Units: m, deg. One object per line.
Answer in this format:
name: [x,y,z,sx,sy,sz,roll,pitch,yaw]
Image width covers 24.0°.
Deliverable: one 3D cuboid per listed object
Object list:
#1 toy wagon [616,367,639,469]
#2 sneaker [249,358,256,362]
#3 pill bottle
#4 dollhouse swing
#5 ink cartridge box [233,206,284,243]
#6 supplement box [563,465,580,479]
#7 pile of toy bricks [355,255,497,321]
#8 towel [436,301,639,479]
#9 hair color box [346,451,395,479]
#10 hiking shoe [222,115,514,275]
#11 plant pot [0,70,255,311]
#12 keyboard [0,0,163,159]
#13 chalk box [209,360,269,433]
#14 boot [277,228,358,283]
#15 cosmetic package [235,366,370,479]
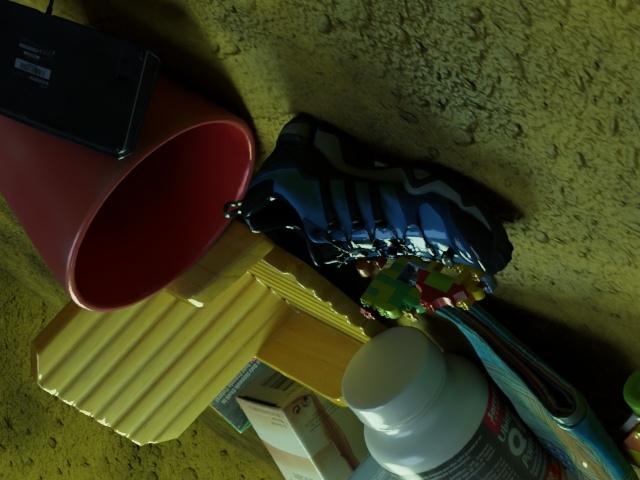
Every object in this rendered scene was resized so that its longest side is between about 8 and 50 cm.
toy wagon: [0.457,0.245,1.503,0.344,0.068,0.267,15,153,52]
sneaker: [-0.188,0.056,2.288,0.314,0.116,0.136,33,135,34]
pill bottle: [0.167,0.254,1.921,0.176,0.176,0.318,14,152,53]
dollhouse swing: [-0.140,0.151,1.943,0.315,0.305,0.347,26,169,44]
ink cartridge box: [-0.091,-0.014,1.975,0.083,0.028,0.048,45,164,-29]
supplement box: [0.370,0.410,2.049,0.220,0.111,0.114,37,164,-3]
pile of toy bricks: [0.085,0.043,1.642,0.212,0.105,0.118,24,159,37]
towel: [0.280,0.221,1.729,0.271,0.040,0.370,44,174,48]
hair color box: [0.223,0.433,2.133,0.374,0.113,0.185,44,-155,18]
hiking shoe: [0.053,-0.013,1.507,0.304,0.132,0.113,24,159,36]
plant pot: [-0.250,-0.098,1.712,0.243,0.275,0.275,42,167,24]
keyboard: [-0.288,-0.219,1.599,0.317,0.201,0.033,22,-168,33]
chalk box: [-0.128,0.227,2.458,0.213,0.132,0.132,42,177,1]
boot: [0.001,0.000,1.810,0.121,0.045,0.099,38,161,0]
cosmetic package: [0.015,0.326,2.313,0.153,0.129,0.296,3,128,58]
